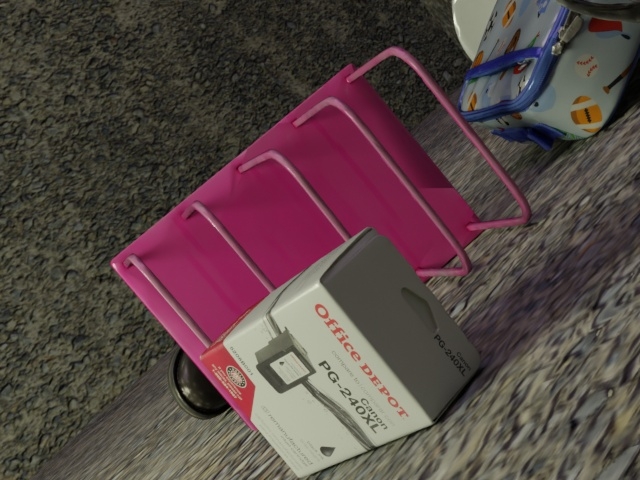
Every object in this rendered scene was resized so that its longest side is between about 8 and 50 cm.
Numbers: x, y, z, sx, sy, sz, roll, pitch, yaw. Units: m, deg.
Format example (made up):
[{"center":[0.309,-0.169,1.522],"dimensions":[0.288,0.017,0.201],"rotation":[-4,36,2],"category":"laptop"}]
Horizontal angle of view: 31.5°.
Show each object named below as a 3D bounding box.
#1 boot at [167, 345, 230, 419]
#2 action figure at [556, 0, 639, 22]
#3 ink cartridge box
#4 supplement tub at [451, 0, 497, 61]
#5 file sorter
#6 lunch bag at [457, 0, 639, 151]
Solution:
[{"center":[-0.032,0.073,1.234],"dimensions":[0.229,0.091,0.263],"rotation":[-37,3,44],"category":"boot"},{"center":[0.258,-0.131,0.532],"dimensions":[0.276,0.141,0.164],"rotation":[-17,19,36],"category":"action figure"},{"center":[0.009,0.074,0.711],"dimensions":[0.063,0.109,0.150],"rotation":[-42,4,-40],"category":"ink cartridge box"},{"center":[0.316,-0.346,1.571],"dimensions":[0.241,0.241,0.331],"rotation":[-38,4,28],"category":"supplement tub"},{"center":[0.000,0.000,0.969],"dimensions":[0.291,0.202,0.182],"rotation":[-41,6,-11],"category":"file sorter"},{"center":[0.246,-0.212,1.190],"dimensions":[0.303,0.115,0.243],"rotation":[-157,92,-83],"category":"lunch bag"}]
